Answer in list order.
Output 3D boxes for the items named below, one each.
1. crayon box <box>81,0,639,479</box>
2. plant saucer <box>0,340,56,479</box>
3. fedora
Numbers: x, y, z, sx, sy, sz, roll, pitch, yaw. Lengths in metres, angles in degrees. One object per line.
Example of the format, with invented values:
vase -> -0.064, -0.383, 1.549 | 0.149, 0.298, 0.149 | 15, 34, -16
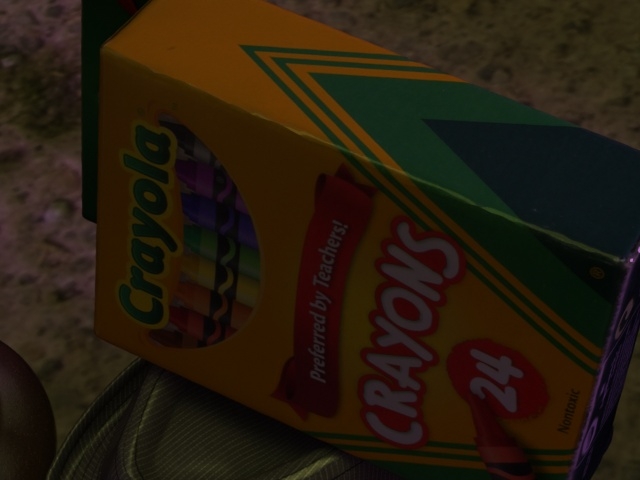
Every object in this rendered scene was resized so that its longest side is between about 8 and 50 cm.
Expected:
crayon box -> 0.000, 0.000, 0.977 | 0.318, 0.202, 0.081 | 23, 47, 16
plant saucer -> -0.255, 0.118, 1.156 | 0.198, 0.036, 0.199 | -2, 55, 2
fedora -> -0.029, 0.115, 1.091 | 0.275, 0.124, 0.244 | -30, 58, -18
